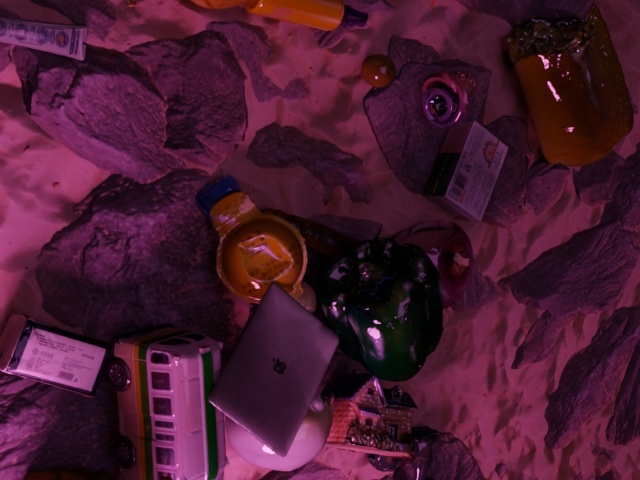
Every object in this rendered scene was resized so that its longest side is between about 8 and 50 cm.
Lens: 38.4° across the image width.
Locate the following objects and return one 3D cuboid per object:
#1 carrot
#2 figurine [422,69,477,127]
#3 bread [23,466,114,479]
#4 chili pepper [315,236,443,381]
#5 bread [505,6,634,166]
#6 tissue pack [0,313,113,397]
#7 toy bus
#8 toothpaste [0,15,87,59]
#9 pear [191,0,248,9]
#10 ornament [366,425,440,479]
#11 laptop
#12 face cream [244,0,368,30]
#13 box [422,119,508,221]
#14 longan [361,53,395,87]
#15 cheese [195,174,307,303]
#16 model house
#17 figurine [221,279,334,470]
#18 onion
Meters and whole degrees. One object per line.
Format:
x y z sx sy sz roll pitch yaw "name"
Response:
0.000 0.000 1.888 0.314 0.066 0.066 24 80 -32 "carrot"
0.286 -0.333 2.044 0.114 0.126 0.157 23 47 5 "figurine"
-0.399 0.492 1.529 0.239 0.252 0.195 22 86 -30 "bread"
0.132 0.142 1.842 0.233 0.248 0.256 -32 131 -19 "chili pepper"
0.619 -0.368 2.224 0.251 0.208 0.376 -36 117 -23 "bread"
-0.453 0.196 1.554 0.170 0.090 0.103 26 79 -36 "tissue pack"
-0.260 0.314 1.628 0.143 0.179 0.305 -10 101 -56 "toy bus"
-0.495 -0.343 1.508 0.239 0.039 0.062 2 97 -38 "toothpaste"
-0.167 -0.521 1.628 0.209 0.209 0.208 -4 96 -36 "pear"
0.187 0.550 2.056 0.202 0.080 0.236 -5 97 -35 "ornament"
-0.078 0.231 1.665 0.188 0.015 0.269 42 54 -22 "laptop"
-0.017 -0.462 1.819 0.273 0.078 0.078 4 92 -36 "face cream"
0.334 -0.159 2.101 0.135 0.081 0.199 31 78 -34 "box"
0.121 -0.364 1.942 0.075 0.075 0.083 10 47 -36 "longan"
-0.130 0.004 1.740 0.177 0.069 0.270 -34 90 -7 "cheese"
0.107 0.357 1.917 0.183 0.166 0.172 18 70 -26 "model house"
-0.099 0.240 1.783 0.275 0.226 0.394 9 82 -8 "figurine"
0.244 0.063 2.004 0.207 0.201 0.200 -72 140 -61 "onion"
